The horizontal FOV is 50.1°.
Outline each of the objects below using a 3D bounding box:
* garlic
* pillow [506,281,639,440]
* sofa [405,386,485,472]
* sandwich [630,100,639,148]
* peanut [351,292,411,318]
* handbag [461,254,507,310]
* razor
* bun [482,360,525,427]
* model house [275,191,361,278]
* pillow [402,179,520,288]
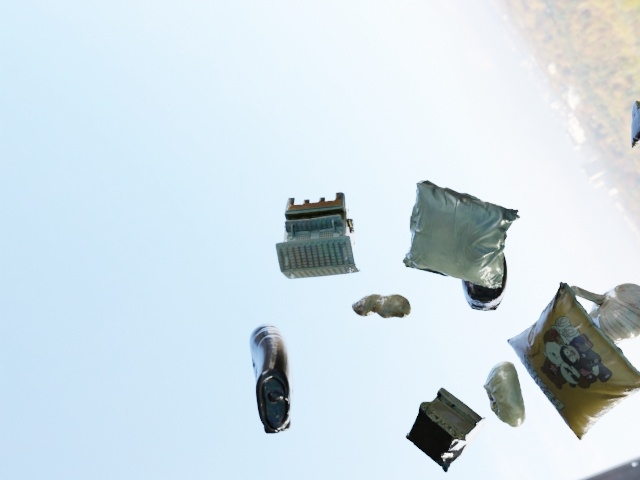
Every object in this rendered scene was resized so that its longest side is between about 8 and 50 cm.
[{"bbox_3d":[0.811,0.182,1.965,0.226,0.199,0.199,31,-157,-1],"label":"garlic"},{"bbox_3d":[0.620,0.301,1.691,0.119,0.312,0.310,-22,-118,-29],"label":"pillow"},{"bbox_3d":[0.445,0.649,2.413,0.200,0.258,0.182,35,-132,24],"label":"sofa"},{"bbox_3d":[0.793,-0.301,1.583,0.244,0.090,0.088,104,160,-73],"label":"sandwich"},{"bbox_3d":[0.227,0.245,2.560,0.104,0.228,0.085,-63,-33,-48],"label":"peanut"},{"bbox_3d":[0.568,0.131,2.373,0.169,0.155,0.215,55,-140,-62],"label":"handbag"},{"bbox_3d":[-0.133,0.378,1.928,0.349,0.114,0.204,-118,23,-71],"label":"razor"},{"bbox_3d":[0.619,0.522,2.321,0.222,0.128,0.222,-9,-90,-76],"label":"bun"},{"bbox_3d":[0.000,0.000,2.023,0.198,0.224,0.215,72,-163,-48],"label":"model house"},{"bbox_3d":[0.398,-0.005,1.976,0.310,0.283,0.138,18,-151,17],"label":"pillow"}]
